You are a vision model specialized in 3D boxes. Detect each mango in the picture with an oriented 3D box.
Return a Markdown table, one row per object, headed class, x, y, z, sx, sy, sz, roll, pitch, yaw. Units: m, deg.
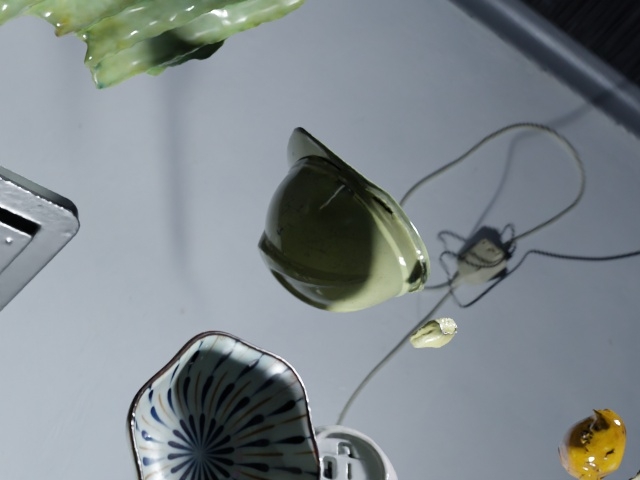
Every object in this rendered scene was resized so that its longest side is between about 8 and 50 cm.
| class | x | y | z | sx | sy | sz | roll | pitch | yaw |
| --- | --- | --- | --- | --- | --- | --- | --- | --- | --- |
| mango | 0.309 | 0.237 | 0.998 | 0.077 | 0.127 | 0.063 | -27 | 58 | -8 |

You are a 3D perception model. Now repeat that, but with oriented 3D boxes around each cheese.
| class | x | y | z | sx | sy | sz | roll | pitch | yaw |
| --- | --- | --- | --- | --- | --- | --- | --- | --- | --- |
| cheese | 0.132 | 0.109 | 1.021 | 0.044 | 0.083 | 0.030 | -32 | 75 | 17 |

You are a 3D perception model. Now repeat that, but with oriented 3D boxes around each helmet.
| class | x | y | z | sx | sy | sz | roll | pitch | yaw |
| --- | --- | --- | --- | --- | --- | --- | --- | --- | --- |
| helmet | -0.005 | 0.000 | 1.072 | 0.137 | 0.204 | 0.257 | -36 | 58 | -22 |

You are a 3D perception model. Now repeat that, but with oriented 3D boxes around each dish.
| class | x | y | z | sx | sy | sz | roll | pitch | yaw |
| --- | --- | --- | --- | --- | --- | --- | --- | --- | --- |
| dish | -0.089 | 0.172 | 0.722 | 0.191 | 0.066 | 0.190 | 17 | 63 | -37 |

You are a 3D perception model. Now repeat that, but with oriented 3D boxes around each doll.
| class | x | y | z | sx | sy | sz | roll | pitch | yaw |
| --- | --- | --- | --- | --- | --- | --- | --- | --- | --- |
| doll | -0.016 | 0.318 | 0.929 | 0.151 | 0.287 | 0.151 | 14 | 38 | -12 |

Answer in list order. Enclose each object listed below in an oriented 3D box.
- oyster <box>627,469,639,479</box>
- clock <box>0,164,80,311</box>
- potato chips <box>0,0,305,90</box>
| class | x | y | z | sx | sy | sz | roll | pitch | yaw |
| --- | --- | --- | --- | --- | --- | --- | --- | --- | --- |
| oyster | 0.447 | 0.280 | 0.890 | 0.107 | 0.354 | 0.201 | 4 | 44 | -42 |
| clock | -0.447 | -0.002 | 0.974 | 0.273 | 0.279 | 0.049 | 29 | 34 | -35 |
| potato chips | -0.110 | -0.249 | 0.660 | 0.373 | 0.389 | 0.097 | 20 | 52 | -52 |
